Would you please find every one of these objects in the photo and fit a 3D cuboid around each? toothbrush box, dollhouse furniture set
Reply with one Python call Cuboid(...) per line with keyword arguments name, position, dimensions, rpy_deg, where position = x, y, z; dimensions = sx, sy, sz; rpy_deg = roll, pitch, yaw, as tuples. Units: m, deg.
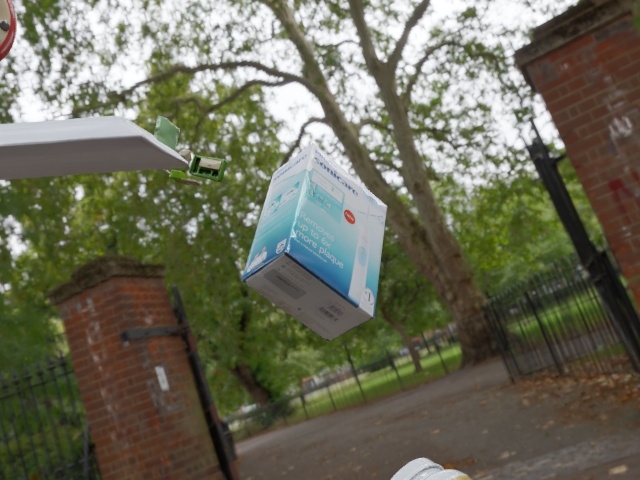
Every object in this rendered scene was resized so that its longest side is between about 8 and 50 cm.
Cuboid(name="toothbrush box", position=(0.000, 0.000, 1.305), dimensions=(0.216, 0.296, 0.126), rpy_deg=(39, -51, -24))
Cuboid(name="dollhouse furniture set", position=(-0.208, -0.132, 1.108), dimensions=(0.058, 0.076, 0.151), rpy_deg=(12, -10, 19))

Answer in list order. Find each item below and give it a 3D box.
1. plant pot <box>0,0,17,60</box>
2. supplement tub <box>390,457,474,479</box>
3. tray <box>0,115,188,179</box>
Cuboid(name="plant pot", position=(-0.578, -0.334, 1.068), dimensions=(0.191, 0.191, 0.174), rpy_deg=(-9, 7, -44))
Cuboid(name="supplement tub", position=(0.267, 0.570, 1.289), dimensions=(0.228, 0.229, 0.316), rpy_deg=(-10, 27, -41))
Cuboid(name="tray", position=(-0.276, -0.087, 0.670), dimensions=(0.270, 0.030, 0.145), rpy_deg=(-3, -3, 6))
